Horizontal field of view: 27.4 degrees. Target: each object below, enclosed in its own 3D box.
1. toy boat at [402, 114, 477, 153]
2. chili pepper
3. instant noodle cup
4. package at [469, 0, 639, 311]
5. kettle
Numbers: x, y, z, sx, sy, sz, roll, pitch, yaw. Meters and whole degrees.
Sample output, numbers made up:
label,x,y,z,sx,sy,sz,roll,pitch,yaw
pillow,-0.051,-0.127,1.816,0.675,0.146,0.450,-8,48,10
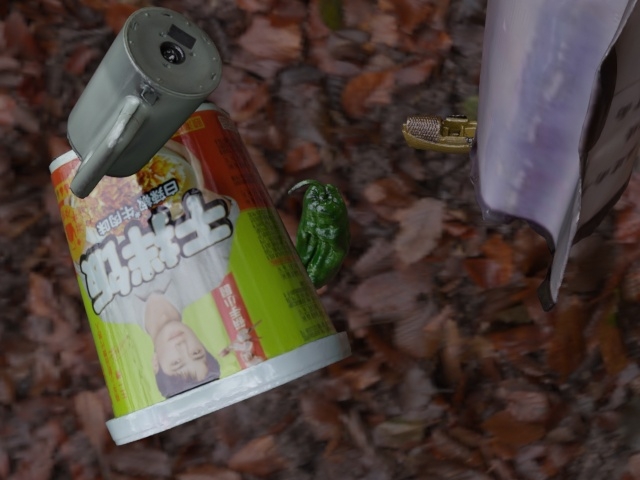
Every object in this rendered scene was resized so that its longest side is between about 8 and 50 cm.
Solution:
label,x,y,z,sx,sy,sz,roll,pitch,yaw
toy boat,0.188,-0.150,1.817,0.149,0.049,0.047,3,49,7
chili pepper,-0.002,-0.004,2.036,0.100,0.074,0.257,22,139,10
instant noodle cup,-0.144,0.031,1.425,0.294,0.294,0.307,-23,86,27
package,0.084,-0.131,0.412,0.062,0.204,0.250,1,51,-3
kettle,-0.165,-0.121,1.202,0.148,0.098,0.126,-43,51,43
